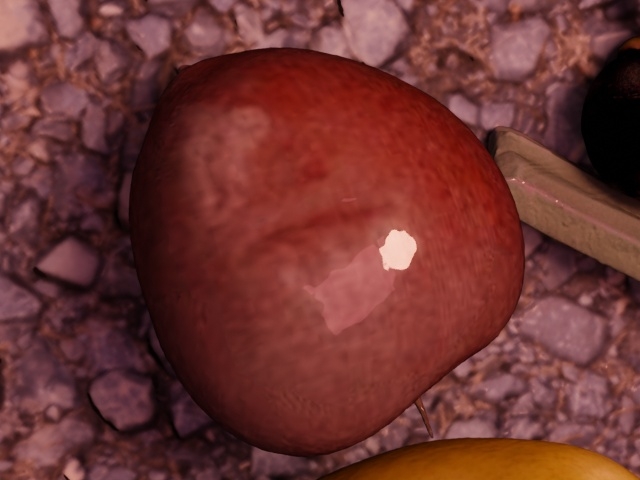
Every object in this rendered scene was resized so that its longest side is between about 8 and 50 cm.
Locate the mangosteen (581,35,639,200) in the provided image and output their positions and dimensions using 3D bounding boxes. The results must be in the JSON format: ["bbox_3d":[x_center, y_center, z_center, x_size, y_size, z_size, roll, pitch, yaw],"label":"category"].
[{"bbox_3d":[0.261,-0.098,1.045,0.137,0.137,0.151,19,70,-13],"label":"mangosteen"}]

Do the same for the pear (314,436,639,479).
[{"bbox_3d":[0.056,0.245,0.974,0.386,0.191,0.340,-40,148,28],"label":"pear"}]

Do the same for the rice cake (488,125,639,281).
[{"bbox_3d":[0.220,-0.012,1.073,0.221,0.080,0.042,26,120,-13],"label":"rice cake"}]

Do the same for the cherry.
[{"bbox_3d":[0.000,0.000,0.964,0.261,0.221,0.307,-35,89,-13],"label":"cherry"}]
